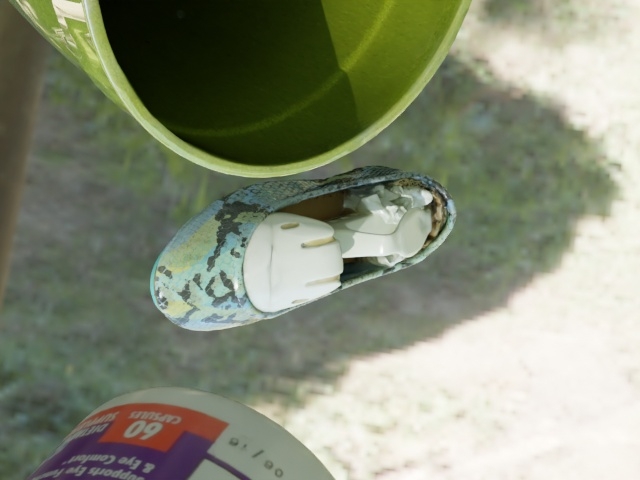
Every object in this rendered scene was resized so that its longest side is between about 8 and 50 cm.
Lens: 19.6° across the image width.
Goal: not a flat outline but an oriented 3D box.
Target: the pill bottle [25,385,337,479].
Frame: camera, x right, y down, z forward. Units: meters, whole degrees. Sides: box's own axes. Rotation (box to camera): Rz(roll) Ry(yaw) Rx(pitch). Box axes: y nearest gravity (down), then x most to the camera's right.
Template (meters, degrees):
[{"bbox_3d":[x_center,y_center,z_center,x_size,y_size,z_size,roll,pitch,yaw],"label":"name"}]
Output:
[{"bbox_3d":[-0.070,0.133,0.502,0.108,0.193,0.108,13,123,20],"label":"pill bottle"}]

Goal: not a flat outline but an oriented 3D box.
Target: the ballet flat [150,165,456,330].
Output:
[{"bbox_3d":[0.000,0.000,0.918,0.070,0.070,0.188,-12,-172,44],"label":"ballet flat"}]

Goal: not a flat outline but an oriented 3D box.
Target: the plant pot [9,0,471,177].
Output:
[{"bbox_3d":[-0.121,-0.271,1.438,0.353,0.366,0.366,25,175,47],"label":"plant pot"}]
